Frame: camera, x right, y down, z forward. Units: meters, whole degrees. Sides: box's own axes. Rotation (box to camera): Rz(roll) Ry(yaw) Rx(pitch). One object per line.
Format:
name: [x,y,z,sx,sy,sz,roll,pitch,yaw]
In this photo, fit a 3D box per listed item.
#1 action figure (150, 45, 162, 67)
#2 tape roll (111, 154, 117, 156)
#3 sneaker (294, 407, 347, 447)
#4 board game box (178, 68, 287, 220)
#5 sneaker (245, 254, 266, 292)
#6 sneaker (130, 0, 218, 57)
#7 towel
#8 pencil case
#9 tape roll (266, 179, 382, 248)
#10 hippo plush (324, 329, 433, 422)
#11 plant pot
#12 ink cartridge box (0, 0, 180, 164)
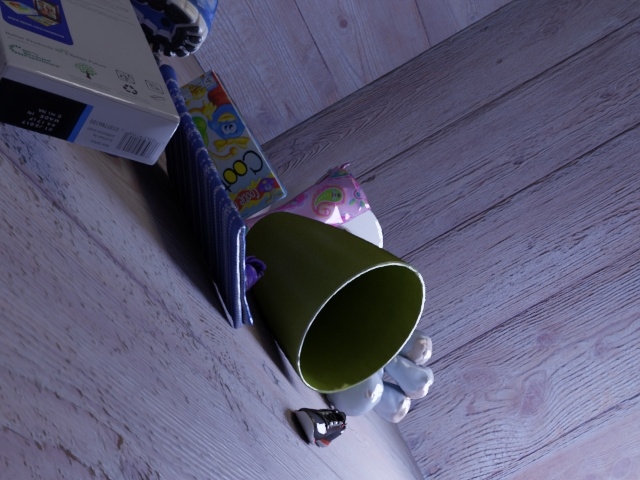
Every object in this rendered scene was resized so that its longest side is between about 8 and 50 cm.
action figure: [-0.323,-0.391,1.552,0.185,0.099,0.285,54,-24,-20]
tape roll: [-0.292,-0.246,1.103,0.274,0.090,0.275,60,1,-2]
sneaker: [0.006,0.278,1.349,0.061,0.065,0.158,61,2,19]
board game box: [-0.195,-0.174,1.704,0.275,0.142,0.144,60,2,-5]
sneaker: [-0.118,0.054,1.394,0.068,0.071,0.170,60,1,-9]
sneaker: [-0.293,-0.404,1.256,0.330,0.130,0.147,35,47,-13]
towel: [-0.164,-0.066,1.253,0.243,0.040,0.336,94,-27,-51]
pencil case: [-0.036,-0.051,1.858,0.124,0.284,0.124,58,-3,5]
tape roll: [0.000,0.000,2.091,0.286,0.286,0.100,59,3,-33]
hippo plush: [0.106,0.249,1.834,0.236,0.235,0.294,12,67,-72]
plant pot: [-0.010,0.077,1.576,0.293,0.275,0.274,42,-10,40]
ink cartridge box: [-0.257,-0.214,0.844,0.165,0.065,0.332,14,36,-37]
